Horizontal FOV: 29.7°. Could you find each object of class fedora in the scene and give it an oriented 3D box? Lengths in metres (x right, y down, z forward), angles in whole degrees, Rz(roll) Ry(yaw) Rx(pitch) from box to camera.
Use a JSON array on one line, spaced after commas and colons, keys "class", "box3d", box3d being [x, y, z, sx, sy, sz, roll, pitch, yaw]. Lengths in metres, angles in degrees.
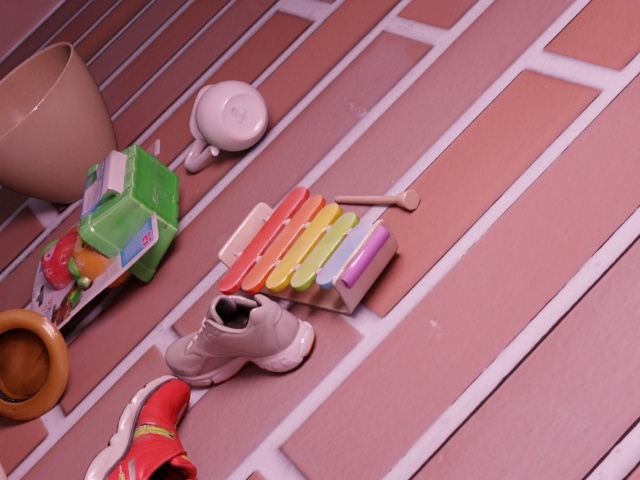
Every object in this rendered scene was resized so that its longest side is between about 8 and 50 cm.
[{"class": "fedora", "box3d": [-0.484, 0.200, 1.996, 0.194, 0.194, 0.079, -31, -3, 20]}]

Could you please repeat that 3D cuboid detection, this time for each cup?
[{"class": "cup", "box3d": [-0.559, -0.214, 2.505, 0.331, 0.237, 0.331, -30, 31, 21]}]

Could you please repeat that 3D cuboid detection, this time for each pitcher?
[{"class": "pitcher", "box3d": [-0.181, -0.201, 2.181, 0.177, 0.125, 0.207, -68, 22, -3]}]

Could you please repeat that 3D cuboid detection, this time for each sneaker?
[{"class": "sneaker", "box3d": [-0.215, 0.288, 1.599, 0.118, 0.107, 0.279, 10, 33, 11]}, {"class": "sneaker", "box3d": [-0.134, 0.124, 1.677, 0.262, 0.121, 0.099, -16, 38, 38]}]

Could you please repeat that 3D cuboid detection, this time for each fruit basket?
[{"class": "fruit basket", "box3d": [-0.407, 0.005, 2.119, 0.353, 0.165, 0.327, -36, 30, 18]}]

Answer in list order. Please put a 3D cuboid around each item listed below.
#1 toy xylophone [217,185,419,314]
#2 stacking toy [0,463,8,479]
[{"class": "toy xylophone", "box3d": [0.000, 0.000, 1.721, 0.323, 0.081, 0.236, -1, 49, 49]}, {"class": "stacking toy", "box3d": [-0.636, 0.329, 1.853, 0.351, 0.350, 0.480, -40, 18, 3]}]
